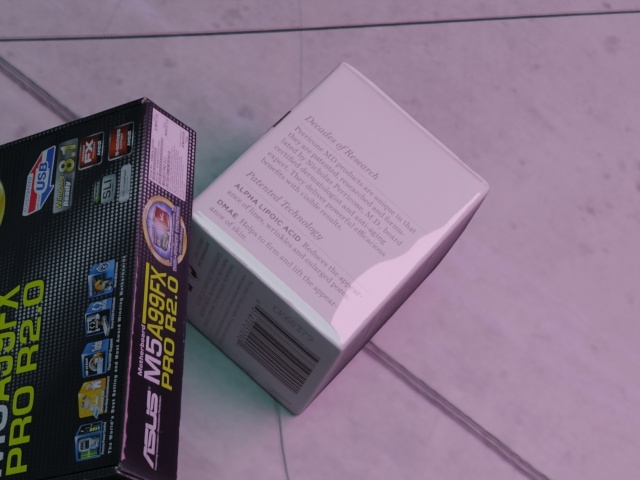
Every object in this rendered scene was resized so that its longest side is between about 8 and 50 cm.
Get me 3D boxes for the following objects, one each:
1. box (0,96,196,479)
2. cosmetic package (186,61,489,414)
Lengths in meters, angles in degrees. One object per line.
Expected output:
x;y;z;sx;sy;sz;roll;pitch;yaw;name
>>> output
-0.194;0.055;1.124;0.060;0.216;0.270;34;50;-49;box
0.000;0.000;1.223;0.151;0.151;0.184;41;62;6;cosmetic package
